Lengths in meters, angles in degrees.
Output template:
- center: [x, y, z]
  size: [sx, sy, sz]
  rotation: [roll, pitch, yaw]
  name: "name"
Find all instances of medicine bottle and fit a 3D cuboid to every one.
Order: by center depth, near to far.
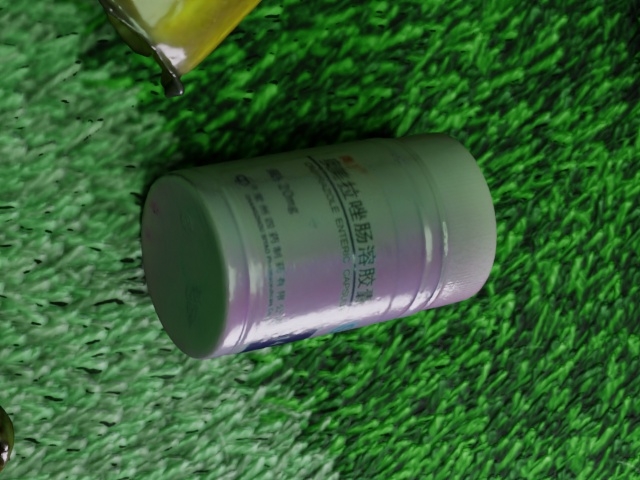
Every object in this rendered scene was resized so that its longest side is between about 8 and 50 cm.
- center: [0.000, 0.000, 1.478]
  size: [0.254, 0.152, 0.152]
  rotation: [-11, 118, -29]
  name: "medicine bottle"

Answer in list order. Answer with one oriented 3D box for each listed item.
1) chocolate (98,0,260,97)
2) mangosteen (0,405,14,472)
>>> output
- center: [0.005, -0.305, 1.305]
  size: [0.445, 0.162, 0.162]
  rotation: [-43, 130, -3]
  name: "chocolate"
- center: [-0.345, 0.222, 1.287]
  size: [0.288, 0.288, 0.288]
  rotation: [-15, 121, -28]
  name: "mangosteen"
